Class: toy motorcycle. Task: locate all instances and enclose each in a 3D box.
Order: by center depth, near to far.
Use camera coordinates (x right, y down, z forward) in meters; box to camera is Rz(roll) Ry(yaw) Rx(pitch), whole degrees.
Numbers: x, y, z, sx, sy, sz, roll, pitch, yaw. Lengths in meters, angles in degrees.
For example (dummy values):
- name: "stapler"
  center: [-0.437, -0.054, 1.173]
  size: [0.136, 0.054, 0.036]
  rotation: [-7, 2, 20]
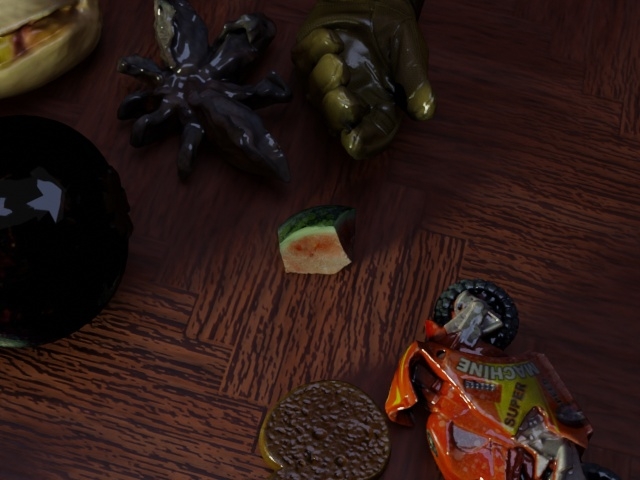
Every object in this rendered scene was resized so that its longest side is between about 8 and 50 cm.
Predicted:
- name: "toy motorcycle"
  center: [0.163, 0.175, 1.004]
  size: [0.171, 0.089, 0.298]
  rotation: [-19, 61, -16]

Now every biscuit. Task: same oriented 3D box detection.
- name: "biscuit"
  center: [0.000, 0.209, 1.003]
  size: [0.124, 0.026, 0.175]
  rotation: [11, 56, 4]

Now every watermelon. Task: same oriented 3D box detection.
- name: "watermelon"
  center: [-0.005, -0.002, 1.133]
  size: [0.085, 0.072, 0.092]
  rotation: [3, 17, 10]

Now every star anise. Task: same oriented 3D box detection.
- name: "star anise"
  center: [-0.129, -0.180, 1.200]
  size: [0.199, 0.110, 0.257]
  rotation: [3, 63, -4]

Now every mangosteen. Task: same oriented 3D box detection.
- name: "mangosteen"
  center: [-0.291, -0.006, 1.015]
  size: [0.243, 0.243, 0.243]
  rotation: [3, 56, -4]

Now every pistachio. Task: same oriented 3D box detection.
- name: "pistachio"
  center: [-0.333, -0.227, 1.213]
  size: [0.200, 0.117, 0.145]
  rotation: [-39, 30, -19]

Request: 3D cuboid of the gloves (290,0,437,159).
- name: "gloves"
  center: [0.045, -0.200, 1.212]
  size: [0.154, 0.141, 0.331]
  rotation: [29, 44, -17]
